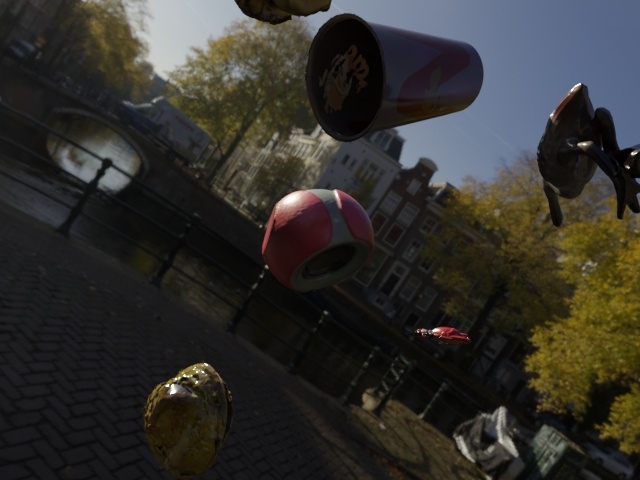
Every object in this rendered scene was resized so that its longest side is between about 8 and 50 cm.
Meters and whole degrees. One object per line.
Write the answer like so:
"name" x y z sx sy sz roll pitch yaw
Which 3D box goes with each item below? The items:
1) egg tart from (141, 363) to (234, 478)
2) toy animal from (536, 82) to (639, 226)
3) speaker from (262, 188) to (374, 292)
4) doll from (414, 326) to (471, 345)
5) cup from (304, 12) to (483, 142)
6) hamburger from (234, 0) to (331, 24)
"egg tart" -0.355 0.449 1.290 0.297 0.297 0.132 35 6 37
"toy animal" 0.392 -0.120 0.804 0.324 0.090 0.196 50 23 -87
"speaker" 0.000 0.000 1.346 0.294 0.294 0.294 34 2 -1
"doll" 0.381 0.297 1.615 0.168 0.057 0.109 10 1 11
"cup" 0.146 -0.285 0.902 0.288 0.203 0.203 -15 35 -36
"hamburger" -0.059 -0.351 0.558 0.124 0.131 0.262 30 -31 26
